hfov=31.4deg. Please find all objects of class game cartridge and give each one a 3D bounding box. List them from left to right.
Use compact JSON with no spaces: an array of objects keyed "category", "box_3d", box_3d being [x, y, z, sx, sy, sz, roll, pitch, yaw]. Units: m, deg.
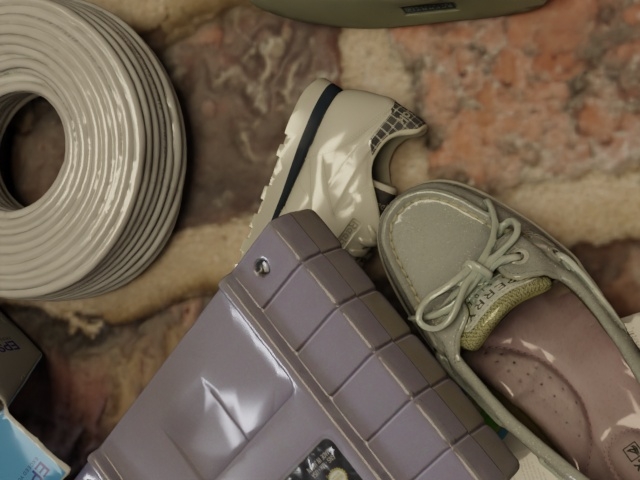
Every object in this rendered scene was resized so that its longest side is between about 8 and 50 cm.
[{"category":"game cartridge","box_3d":[-0.042,0.175,0.814,0.230,0.068,0.355,53,129,19]}]

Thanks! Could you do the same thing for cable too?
[{"category":"cable","box_3d":[-0.234,-0.075,0.943,0.257,0.089,0.257,19,96,21]}]

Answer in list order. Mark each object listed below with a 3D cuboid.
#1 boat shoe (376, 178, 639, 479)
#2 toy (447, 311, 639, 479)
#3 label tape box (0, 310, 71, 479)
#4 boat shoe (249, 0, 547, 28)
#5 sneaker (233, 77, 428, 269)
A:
[{"category":"boat shoe","box_3d":[0.146,0.075,0.736,0.118,0.103,0.320,-37,66,3]},{"category":"toy","box_3d":[0.138,0.153,0.810,0.237,0.056,0.137,-20,78,15]},{"category":"label tape box","box_3d":[-0.373,0.155,0.987,0.348,0.115,0.249,42,104,14]},{"category":"boat shoe","box_3d":[0.057,-0.207,0.841,0.228,0.079,0.081,1,80,17]},{"category":"sneaker","box_3d":[0.000,0.000,0.855,0.095,0.090,0.235,21,99,10]}]
